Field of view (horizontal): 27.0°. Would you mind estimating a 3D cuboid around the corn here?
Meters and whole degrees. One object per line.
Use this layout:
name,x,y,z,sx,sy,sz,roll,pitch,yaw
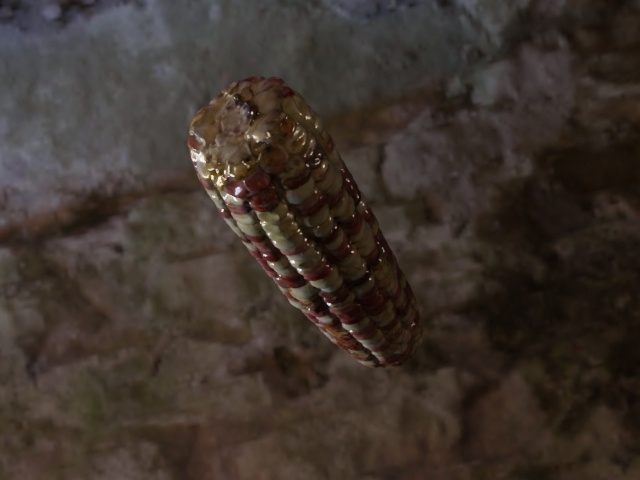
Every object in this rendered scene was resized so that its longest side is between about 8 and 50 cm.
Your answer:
corn,0.000,0.000,0.768,0.079,0.079,0.237,-15,142,16
